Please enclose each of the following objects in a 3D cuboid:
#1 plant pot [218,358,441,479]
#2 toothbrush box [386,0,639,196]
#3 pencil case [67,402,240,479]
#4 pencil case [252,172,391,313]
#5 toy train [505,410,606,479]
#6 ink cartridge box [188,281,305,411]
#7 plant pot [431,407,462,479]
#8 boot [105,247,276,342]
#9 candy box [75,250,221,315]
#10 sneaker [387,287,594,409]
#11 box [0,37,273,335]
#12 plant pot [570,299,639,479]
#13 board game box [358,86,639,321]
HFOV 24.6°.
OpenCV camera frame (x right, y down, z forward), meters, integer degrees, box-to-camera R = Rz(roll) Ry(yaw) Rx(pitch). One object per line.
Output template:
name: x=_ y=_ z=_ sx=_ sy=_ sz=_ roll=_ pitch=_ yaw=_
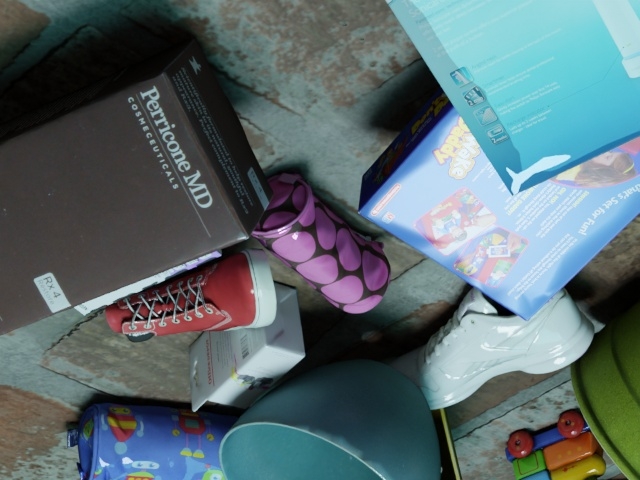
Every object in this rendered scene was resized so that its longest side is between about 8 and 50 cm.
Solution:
plant pot: x=0.041 y=0.270 z=1.910 sx=0.290 sy=0.195 sz=0.290 roll=21 pitch=140 yaw=19
toothbrush box: x=0.195 y=-0.222 z=1.319 sx=0.216 sy=0.126 sz=0.295 roll=-27 pitch=114 yaw=23
pencil case: x=-0.198 y=0.305 z=2.068 sx=0.306 sy=0.119 sz=0.133 roll=9 pitch=117 yaw=-22
pencil case: x=0.000 y=0.000 z=1.718 sx=0.095 sy=0.098 sz=0.209 roll=23 pitch=167 yaw=41
toy train: x=0.410 y=0.335 z=2.215 sx=0.248 sy=0.143 sz=0.105 roll=-26 pitch=141 yaw=23
ink cartridge box: x=-0.097 y=0.143 z=1.879 sx=0.062 sy=0.104 sz=0.181 roll=18 pitch=138 yaw=-30
plant pot: x=0.105 y=0.323 z=2.101 sx=0.212 sy=0.212 sz=0.187 roll=-17 pitch=156 yaw=13
boot: x=-0.155 y=0.073 z=1.715 sx=0.176 sy=0.088 sz=0.244 roll=-7 pitch=169 yaw=-19
candy box: x=-0.239 y=-0.010 z=1.668 sx=0.196 sy=0.070 sz=0.165 roll=-23 pitch=142 yaw=19
sneaker: x=0.200 y=0.123 z=1.939 sx=0.305 sy=0.114 sz=0.152 roll=-23 pitch=119 yaw=24
box: x=-0.263 y=-0.038 z=1.504 sx=0.381 sy=0.143 sz=0.191 roll=-22 pitch=106 yaw=16
plant pot: x=0.569 y=0.141 z=1.847 sx=0.366 sy=0.366 sz=0.353 roll=18 pitch=125 yaw=-31
board game box: x=0.235 y=-0.102 z=1.519 sx=0.233 sy=0.078 sz=0.347 roll=33 pitch=121 yaw=-16
